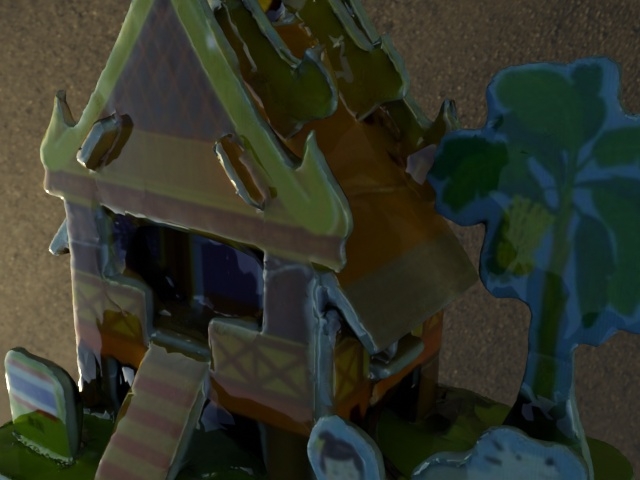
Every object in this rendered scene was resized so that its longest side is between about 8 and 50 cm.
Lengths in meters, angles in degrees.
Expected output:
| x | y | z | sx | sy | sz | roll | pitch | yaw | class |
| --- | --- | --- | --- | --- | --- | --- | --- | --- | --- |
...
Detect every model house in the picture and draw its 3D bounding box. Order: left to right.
| x | y | z | sx | sy | sz | roll | pitch | yaw | class |
| --- | --- | --- | --- | --- | --- | --- | --- | --- | --- |
| 0.000 | 0.000 | 0.402 | 0.357 | 0.242 | 0.313 | 15 | 115 | 33 | model house |
